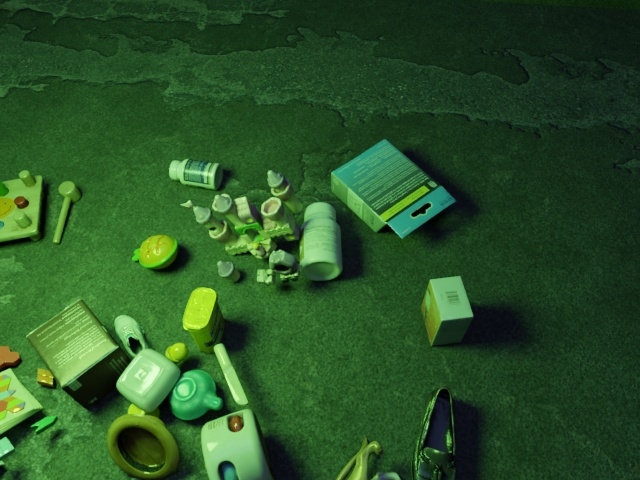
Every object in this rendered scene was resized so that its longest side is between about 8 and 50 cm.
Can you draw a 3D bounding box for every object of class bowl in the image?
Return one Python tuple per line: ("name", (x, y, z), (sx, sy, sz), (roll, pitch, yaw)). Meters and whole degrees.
("bowl", (-0.456, 0.358, 1.390), (0.142, 0.053, 0.142), (25, 65, 25))

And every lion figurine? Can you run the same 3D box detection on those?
("lion figurine", (0.126, 0.665, 1.217), (0.240, 0.142, 0.392), (-33, 46, -11))

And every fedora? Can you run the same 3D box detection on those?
("fedora", (-0.435, 0.504, 1.337), (0.194, 0.194, 0.079), (6, 17, 6))

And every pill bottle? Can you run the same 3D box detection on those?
("pill bottle", (-0.437, -0.236, 1.867), (0.169, 0.094, 0.094), (10, 56, 8))
("pill bottle", (0.000, 0.000, 1.668), (0.131, 0.131, 0.229), (-2, 55, 1))

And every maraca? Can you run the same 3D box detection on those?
("maraca", (-0.525, 0.034, 1.685), (0.185, 0.099, 0.127), (9, 49, 40))

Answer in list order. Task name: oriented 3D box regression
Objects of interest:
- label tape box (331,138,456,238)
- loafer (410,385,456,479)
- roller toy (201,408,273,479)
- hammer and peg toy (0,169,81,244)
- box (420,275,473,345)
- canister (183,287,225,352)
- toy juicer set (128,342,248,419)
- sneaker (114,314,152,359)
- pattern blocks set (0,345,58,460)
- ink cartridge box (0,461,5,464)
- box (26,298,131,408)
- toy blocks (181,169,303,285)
("label tape box", (0.238, -0.154, 1.783), (0.249, 0.115, 0.348), (-34, 63, -20))
("loafer", (0.288, 0.510, 1.324), (0.109, 0.095, 0.303), (8, 56, 7))
("roller toy", (-0.206, 0.515, 1.277), (0.146, 0.191, 0.209), (-16, 56, -9))
("hammer and peg toy", (-1.007, -0.106, 1.772), (0.361, 0.127, 0.266), (-11, 55, -6))
("box", (0.351, 0.200, 1.493), (0.091, 0.170, 0.130), (-6, 55, -4))
("canister", (-0.321, 0.228, 1.493), (0.073, 0.170, 0.126), (7, 56, 6))
("toy juicer set", (-0.348, 0.377, 1.438), (0.329, 0.089, 0.209), (-12, 56, 6))
("sneaker", (-0.538, 0.276, 1.521), (0.071, 0.083, 0.190), (-35, 60, -19))
("pattern blocks set", (-0.847, 0.422, 1.399), (0.324, 0.026, 0.285), (25, 38, 20))
("ink cartridge box", (-0.923, 0.518, 1.293), (0.208, 0.206, 0.045), (28, 87, 21))
("box", (-0.645, 0.308, 1.448), (0.167, 0.168, 0.203), (-39, 63, -23))
("toy blocks", (-0.226, -0.051, 1.584), (0.288, 0.260, 0.309), (-12, 53, 21))
